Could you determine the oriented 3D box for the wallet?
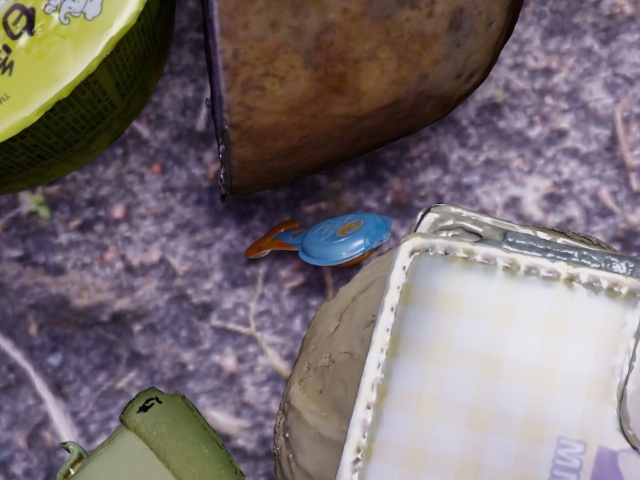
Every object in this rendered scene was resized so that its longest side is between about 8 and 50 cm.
[{"bbox_3d":[0.162,0.119,0.771,0.310,0.077,0.223,15,86,2],"label":"wallet"}]

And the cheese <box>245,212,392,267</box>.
[{"bbox_3d":[0.000,-0.001,0.934,0.047,0.111,0.017,-37,113,-31],"label":"cheese"}]

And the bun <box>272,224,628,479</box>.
[{"bbox_3d":[0.099,0.108,0.880,0.259,0.152,0.259,-1,80,7],"label":"bun"}]

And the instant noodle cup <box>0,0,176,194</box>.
[{"bbox_3d":[-0.209,-0.160,0.914,0.311,0.221,0.311,-1,79,3],"label":"instant noodle cup"}]

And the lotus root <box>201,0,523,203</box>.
[{"bbox_3d":[0.014,-0.160,0.899,0.192,0.272,0.272,-10,79,-9],"label":"lotus root"}]

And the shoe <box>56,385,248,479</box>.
[{"bbox_3d":[-0.048,0.197,0.880,0.128,0.140,0.262,-35,62,3],"label":"shoe"}]
